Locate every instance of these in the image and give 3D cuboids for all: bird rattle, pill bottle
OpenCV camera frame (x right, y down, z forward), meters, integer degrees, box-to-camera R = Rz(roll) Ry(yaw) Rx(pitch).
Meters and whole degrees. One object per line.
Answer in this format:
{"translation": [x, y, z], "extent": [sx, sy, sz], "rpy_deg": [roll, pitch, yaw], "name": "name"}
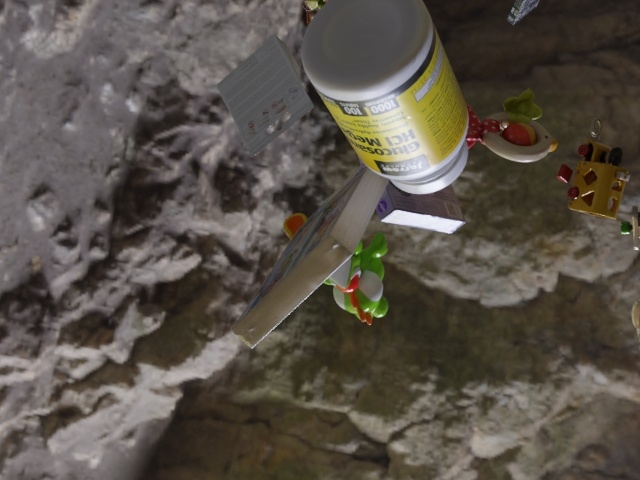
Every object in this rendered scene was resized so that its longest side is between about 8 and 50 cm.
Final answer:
{"translation": [0.438, -0.259, 2.057], "extent": [0.207, 0.253, 0.143], "rpy_deg": [45, -48, 34], "name": "bird rattle"}
{"translation": [0.115, -0.209, 1.318], "extent": [0.334, 0.188, 0.188], "rpy_deg": [49, 45, -55], "name": "pill bottle"}

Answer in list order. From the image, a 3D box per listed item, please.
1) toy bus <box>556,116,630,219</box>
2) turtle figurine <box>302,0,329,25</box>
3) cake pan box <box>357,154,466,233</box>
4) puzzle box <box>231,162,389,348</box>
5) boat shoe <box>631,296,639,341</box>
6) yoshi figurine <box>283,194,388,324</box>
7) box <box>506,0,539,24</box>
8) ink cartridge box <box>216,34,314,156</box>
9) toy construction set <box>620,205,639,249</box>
{"translation": [0.639, -0.145, 1.980], "extent": [0.191, 0.104, 0.202], "rpy_deg": [-41, 123, -23], "name": "toy bus"}
{"translation": [-0.013, -0.698, 2.463], "extent": [0.217, 0.087, 0.270], "rpy_deg": [39, -38, 43], "name": "turtle figurine"}
{"translation": [0.228, -0.147, 2.201], "extent": [0.070, 0.266, 0.246], "rpy_deg": [-40, -125, 40], "name": "cake pan box"}
{"translation": [0.000, 0.000, 1.589], "extent": [0.272, 0.052, 0.409], "rpy_deg": [-44, -172, 28], "name": "puzzle box"}
{"translation": [0.637, 0.181, 1.673], "extent": [0.059, 0.063, 0.170], "rpy_deg": [-99, 168, -60], "name": "boat shoe"}
{"translation": [0.055, 0.040, 2.046], "extent": [0.203, 0.203, 0.362], "rpy_deg": [-55, 137, -22], "name": "yoshi figurine"}
{"translation": [0.363, -0.423, 1.534], "extent": [0.067, 0.018, 0.083], "rpy_deg": [-40, 166, -19], "name": "box"}
{"translation": [-0.118, -0.320, 1.982], "extent": [0.066, 0.189, 0.232], "rpy_deg": [22, 35, -59], "name": "ink cartridge box"}
{"translation": [0.891, -0.015, 2.273], "extent": [0.309, 0.237, 0.257], "rpy_deg": [51, 51, -58], "name": "toy construction set"}
